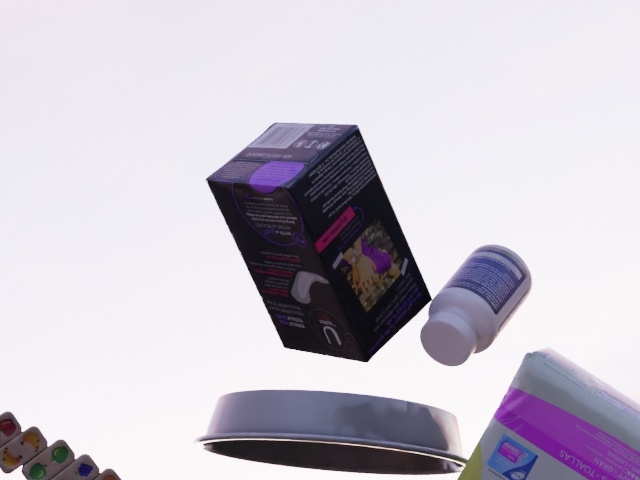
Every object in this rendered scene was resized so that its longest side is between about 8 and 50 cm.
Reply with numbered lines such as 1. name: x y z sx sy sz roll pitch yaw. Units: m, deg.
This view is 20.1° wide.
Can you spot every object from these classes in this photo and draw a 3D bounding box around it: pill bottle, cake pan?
1. pill bottle: 0.193 0.084 2.282 0.169 0.094 0.094 -46 -7 -46
2. cake pan: 0.015 0.202 1.889 0.293 0.054 0.293 4 -13 1

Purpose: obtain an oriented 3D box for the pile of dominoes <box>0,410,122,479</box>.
1. pile of dominoes: -0.296 0.308 1.926 0.196 0.251 0.040 -62 14 -18

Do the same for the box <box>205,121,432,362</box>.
1. box: 0.000 0.000 2.286 0.143 0.165 0.270 -41 -59 -32

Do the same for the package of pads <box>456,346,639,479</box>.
1. package of pads: 0.243 0.289 1.797 0.297 0.229 0.101 -63 -20 13
